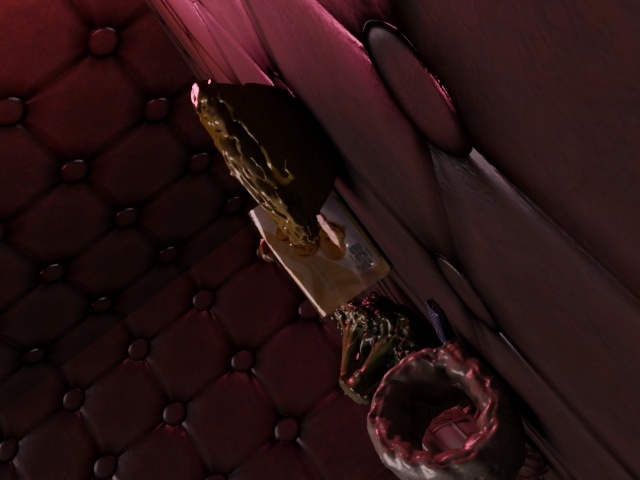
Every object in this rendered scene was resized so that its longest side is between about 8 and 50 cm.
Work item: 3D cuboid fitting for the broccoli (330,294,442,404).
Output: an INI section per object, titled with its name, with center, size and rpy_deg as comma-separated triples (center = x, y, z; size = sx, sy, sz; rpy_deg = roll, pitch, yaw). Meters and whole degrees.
[broccoli]
center = 0.161, 0.296, 1.865
size = 0.321, 0.283, 0.304
rpy_deg = 31, 157, 25

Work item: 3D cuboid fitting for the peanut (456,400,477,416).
[peanut]
center = 0.382, 0.465, 1.929
size = 0.120, 0.136, 0.298
rpy_deg = 13, -178, -3

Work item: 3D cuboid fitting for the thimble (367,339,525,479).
[thimble]
center = 0.251, 0.360, 1.388
size = 0.195, 0.291, 0.291
rpy_deg = 54, 177, -42

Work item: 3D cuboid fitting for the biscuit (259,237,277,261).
[biscuit]
center = -0.017, -0.010, 1.806
size = 0.301, 0.197, 0.049
rpy_deg = 17, 159, -34

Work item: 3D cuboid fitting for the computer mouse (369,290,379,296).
[computer mouse]
center = 0.215, 0.243, 2.466
size = 0.172, 0.057, 0.099
rpy_deg = 51, 177, -36

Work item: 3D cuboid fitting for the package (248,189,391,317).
[package]
center = 0.011, -0.009, 1.706
size = 0.311, 0.221, 0.165
rpy_deg = 53, -162, -1

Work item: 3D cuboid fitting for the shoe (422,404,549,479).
[shoe]
center = 0.354, 0.470, 1.633
size = 0.351, 0.198, 0.172
rpy_deg = 47, 173, 34

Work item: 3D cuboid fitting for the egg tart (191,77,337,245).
[egg tart]
center = -0.090, -0.169, 1.368
size = 0.388, 0.169, 0.388
rpy_deg = 54, -179, -1

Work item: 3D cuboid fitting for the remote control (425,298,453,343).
[remote control]
center = 0.249, 0.173, 1.472
size = 0.044, 0.027, 0.152
rpy_deg = 58, 179, 39
